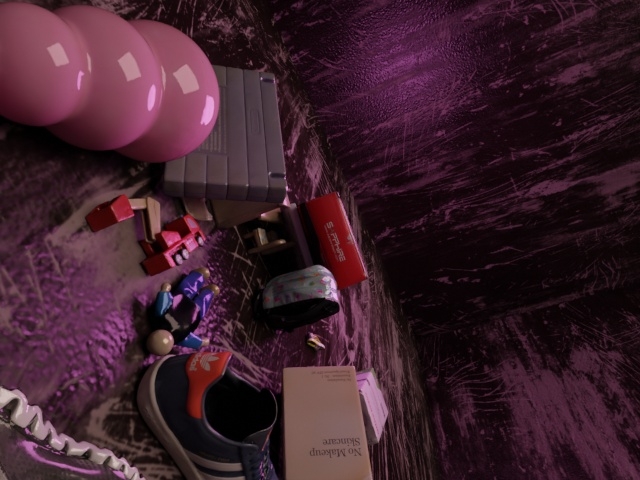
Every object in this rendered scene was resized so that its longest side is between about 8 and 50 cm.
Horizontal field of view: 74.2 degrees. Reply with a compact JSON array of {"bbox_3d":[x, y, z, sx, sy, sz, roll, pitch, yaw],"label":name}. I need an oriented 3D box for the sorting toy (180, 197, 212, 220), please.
[{"bbox_3d":[-0.239,-0.072,0.843,0.075,0.045,0.083,1,70,-81],"label":"sorting toy"}]

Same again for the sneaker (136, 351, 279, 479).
[{"bbox_3d":[-0.112,0.303,0.623,0.131,0.148,0.349,-81,149,-59],"label":"sneaker"}]

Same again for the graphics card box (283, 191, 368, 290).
[{"bbox_3d":[0.000,0.000,1.184,0.371,0.094,0.232,-173,-118,-78],"label":"graphics card box"}]

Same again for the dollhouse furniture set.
[{"bbox_3d":[-0.128,-0.091,1.011,0.242,0.161,0.211,10,62,-72],"label":"dollhouse furniture set"}]

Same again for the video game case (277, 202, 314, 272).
[{"bbox_3d":[-0.069,0.019,1.159,0.183,0.023,0.201,142,-68,-70],"label":"video game case"}]

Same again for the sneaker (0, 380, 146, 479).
[{"bbox_3d":[-0.253,0.228,0.380,0.234,0.078,0.106,57,23,-30],"label":"sneaker"}]

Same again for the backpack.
[{"bbox_3d":[-0.048,0.135,0.978,0.152,0.182,0.115,43,32,-58],"label":"backpack"}]

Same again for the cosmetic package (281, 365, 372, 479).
[{"bbox_3d":[0.005,0.406,0.808,0.309,0.161,0.113,-99,-169,-47],"label":"cosmetic package"}]

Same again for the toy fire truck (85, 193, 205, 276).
[{"bbox_3d":[-0.265,-0.019,0.676,0.192,0.047,0.135,-67,134,-68],"label":"toy fire truck"}]

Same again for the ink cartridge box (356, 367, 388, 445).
[{"bbox_3d":[0.131,0.509,1.306,0.219,0.093,0.160,2,69,-73],"label":"ink cartridge box"}]

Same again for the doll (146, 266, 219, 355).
[{"bbox_3d":[-0.217,0.118,0.678,0.189,0.046,0.128,-71,138,-66],"label":"doll"}]

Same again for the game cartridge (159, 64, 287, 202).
[{"bbox_3d":[-0.197,-0.228,0.861,0.068,0.231,0.354,107,-21,-54],"label":"game cartridge"}]

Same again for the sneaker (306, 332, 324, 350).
[{"bbox_3d":[-0.012,0.286,1.199,0.083,0.031,0.035,52,24,-49],"label":"sneaker"}]

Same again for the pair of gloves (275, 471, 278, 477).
[{"bbox_3d":[-0.082,0.478,0.776,0.074,0.010,0.083,-46,115,-73],"label":"pair of gloves"}]

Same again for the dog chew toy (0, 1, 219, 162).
[{"bbox_3d":[-0.289,-0.210,0.569,0.332,0.207,0.206,-21,91,-66],"label":"dog chew toy"}]
